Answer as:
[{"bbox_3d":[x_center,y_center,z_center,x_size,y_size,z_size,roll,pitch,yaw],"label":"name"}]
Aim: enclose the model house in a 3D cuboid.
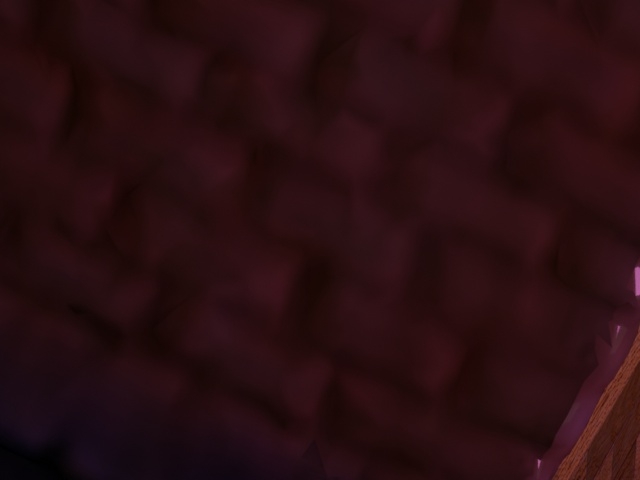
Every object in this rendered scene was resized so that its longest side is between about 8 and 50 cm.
[{"bbox_3d":[-0.072,-0.018,0.780,0.445,0.395,0.400,-63,174,-74],"label":"model house"}]
